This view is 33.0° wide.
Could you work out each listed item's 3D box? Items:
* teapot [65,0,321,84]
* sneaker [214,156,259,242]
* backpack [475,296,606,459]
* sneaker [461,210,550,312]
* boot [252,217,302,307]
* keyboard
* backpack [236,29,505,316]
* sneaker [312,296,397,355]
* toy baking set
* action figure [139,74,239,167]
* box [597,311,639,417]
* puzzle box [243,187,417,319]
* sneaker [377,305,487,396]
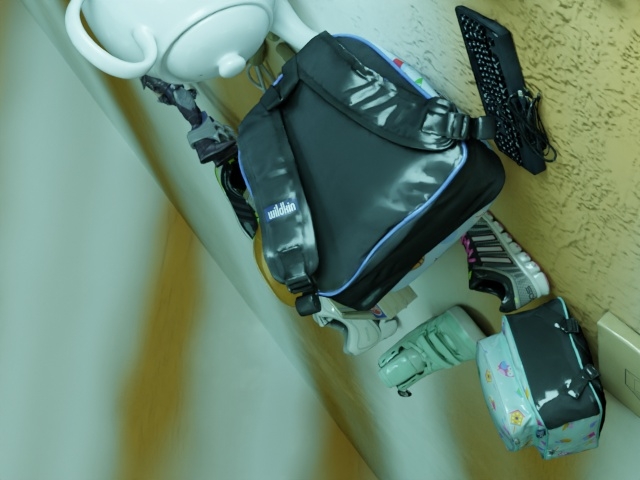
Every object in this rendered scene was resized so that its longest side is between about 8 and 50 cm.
[{"bbox_3d":[-0.151,-0.270,1.268,0.187,0.256,0.252,60,180,16],"label":"teapot"},{"bbox_3d":[-0.138,-0.072,2.187,0.234,0.084,0.097,54,166,-16],"label":"sneaker"},{"bbox_3d":[0.276,0.186,1.338,0.188,0.144,0.166,54,-165,-55],"label":"backpack"},{"bbox_3d":[0.198,0.021,1.317,0.170,0.075,0.063,47,167,16],"label":"sneaker"},{"bbox_3d":[-0.042,-0.005,1.890,0.211,0.104,0.295,12,121,63],"label":"boot"},{"bbox_3d":[0.174,-0.134,1.051,0.100,0.038,0.192,38,163,44],"label":"keyboard"},{"bbox_3d":[0.047,-0.086,1.176,0.263,0.276,0.213,54,-167,27],"label":"backpack"},{"bbox_3d":[0.016,0.088,2.044,0.292,0.118,0.110,50,169,7],"label":"sneaker"},{"bbox_3d":[-0.088,-0.266,1.587,0.256,0.030,0.196,39,163,42],"label":"toy baking set"},{"bbox_3d":[-0.261,-0.269,2.046,0.285,0.099,0.185,53,175,8],"label":"action figure"},{"bbox_3d":[0.396,0.184,1.221,0.201,0.021,0.164,43,165,34],"label":"box"},{"bbox_3d":[0.000,0.000,1.585,0.272,0.052,0.409,50,172,-1],"label":"puzzle box"},{"bbox_3d":[0.172,0.185,1.700,0.094,0.151,0.256,52,166,1],"label":"sneaker"}]
